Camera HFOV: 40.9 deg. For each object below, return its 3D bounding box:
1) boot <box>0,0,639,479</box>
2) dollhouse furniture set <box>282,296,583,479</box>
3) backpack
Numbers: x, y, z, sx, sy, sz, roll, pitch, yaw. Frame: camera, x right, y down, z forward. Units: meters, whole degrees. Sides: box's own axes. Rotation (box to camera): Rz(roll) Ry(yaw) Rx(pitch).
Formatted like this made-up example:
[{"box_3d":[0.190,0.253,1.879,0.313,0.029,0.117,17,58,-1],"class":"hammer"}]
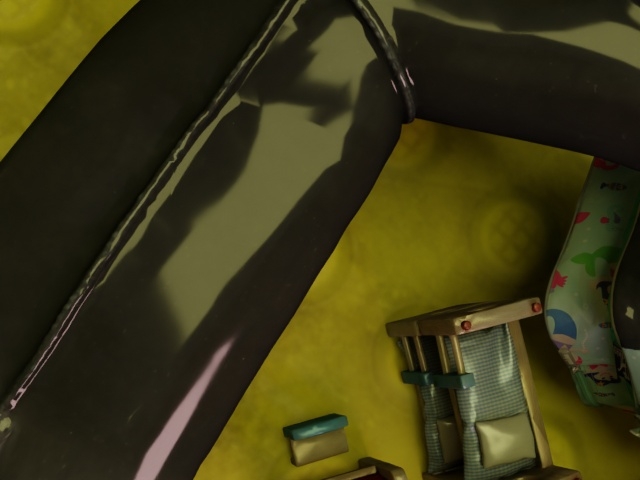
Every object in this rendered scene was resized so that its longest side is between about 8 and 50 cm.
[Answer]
[{"box_3d":[-0.002,-0.001,0.506,0.367,0.146,0.445,35,83,10],"class":"boot"},{"box_3d":[0.056,0.124,0.586,0.184,0.129,0.129,-12,86,-17],"class":"dollhouse furniture set"},{"box_3d":[0.282,0.049,0.612,0.253,0.191,0.225,51,54,-35],"class":"backpack"}]
